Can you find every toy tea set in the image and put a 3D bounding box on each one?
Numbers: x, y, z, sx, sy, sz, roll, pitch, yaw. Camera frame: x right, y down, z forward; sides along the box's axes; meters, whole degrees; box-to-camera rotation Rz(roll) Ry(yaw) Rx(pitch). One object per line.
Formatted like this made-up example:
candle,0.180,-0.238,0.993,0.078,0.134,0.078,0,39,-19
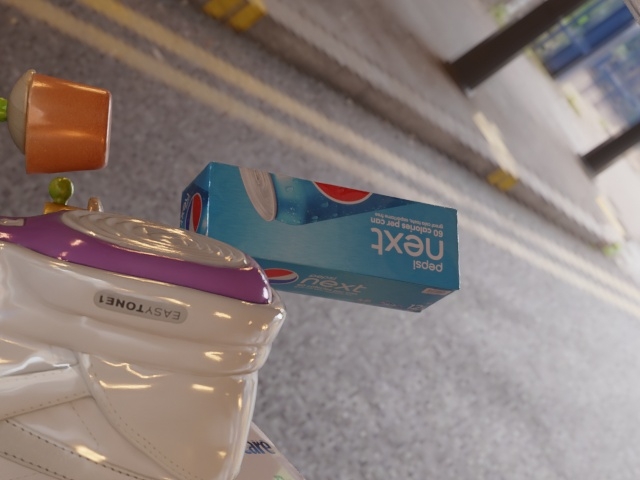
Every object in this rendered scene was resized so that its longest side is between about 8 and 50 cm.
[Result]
toy tea set,-0.227,0.043,1.060,0.200,0.124,0.336,115,-22,-72

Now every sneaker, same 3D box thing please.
sneaker,-0.173,0.051,0.553,0.305,0.152,0.114,11,12,-1

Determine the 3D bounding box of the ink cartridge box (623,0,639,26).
ink cartridge box,0.259,-0.207,1.093,0.296,0.066,0.261,64,14,24

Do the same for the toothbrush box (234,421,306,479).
toothbrush box,-0.043,0.271,0.813,0.295,0.216,0.126,46,9,21

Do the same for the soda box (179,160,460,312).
soda box,0.000,0.000,1.103,0.210,0.067,0.071,10,67,-23
